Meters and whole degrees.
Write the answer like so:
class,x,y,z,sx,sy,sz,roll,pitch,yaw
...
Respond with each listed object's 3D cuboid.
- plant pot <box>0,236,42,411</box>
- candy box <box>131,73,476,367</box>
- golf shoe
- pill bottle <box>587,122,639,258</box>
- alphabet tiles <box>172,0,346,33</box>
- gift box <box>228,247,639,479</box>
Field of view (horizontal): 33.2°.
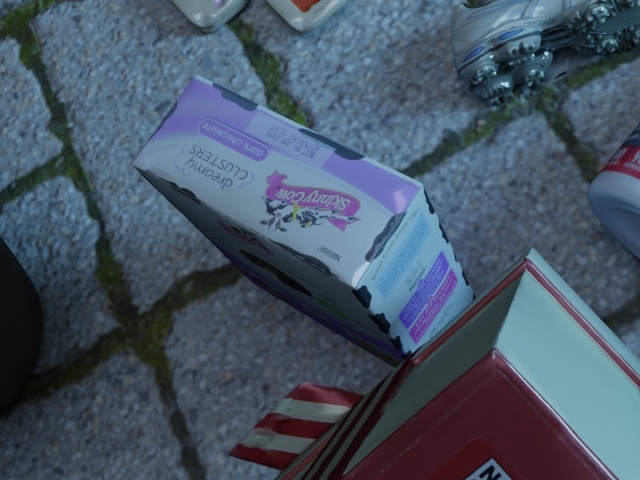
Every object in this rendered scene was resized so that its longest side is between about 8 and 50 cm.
class,x,y,z,sx,sy,sz,roll,pitch,yaw
plant pot,-0.317,0.043,0.741,0.263,0.229,0.263,-7,67,16
candy box,0.000,0.000,0.667,0.165,0.196,0.070,29,79,26
golf shoe,0.172,-0.168,0.752,0.176,0.069,0.086,-20,58,10
pill bottle,0.259,-0.065,0.655,0.108,0.108,0.180,37,84,27
alphabet tiles,-0.027,-0.303,0.899,0.284,0.021,0.278,-40,62,0
gift box,0.069,0.173,0.512,0.276,0.258,0.255,-39,86,17
